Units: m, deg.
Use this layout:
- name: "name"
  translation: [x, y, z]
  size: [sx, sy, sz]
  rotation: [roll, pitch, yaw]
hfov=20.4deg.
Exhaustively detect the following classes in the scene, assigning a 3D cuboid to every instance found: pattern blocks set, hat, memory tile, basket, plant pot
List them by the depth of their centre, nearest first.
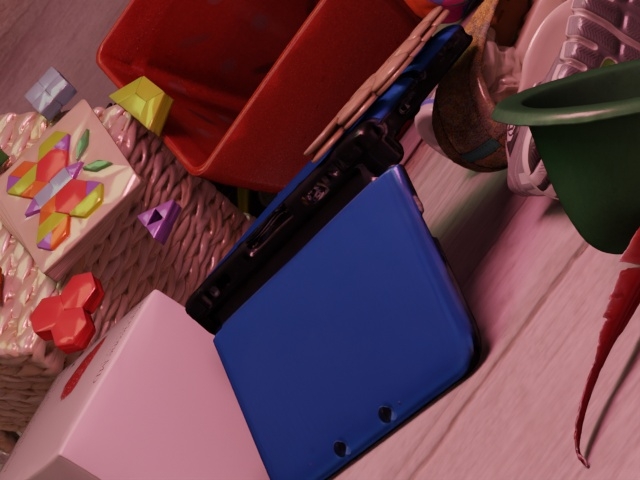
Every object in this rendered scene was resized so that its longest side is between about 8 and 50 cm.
- name: "hat"
  translation: [0.193, -0.004, 1.031]
  size: [0.208, 0.183, 0.173]
  rotation: [-16, 11, -14]
- name: "memory tile"
  translation: [0.042, -0.116, 1.307]
  size: [0.113, 0.012, 0.148]
  rotation: [-46, 5, 29]
- name: "pattern blocks set"
  translation: [-0.257, -0.049, 1.784]
  size: [0.325, 0.026, 0.285]
  rotation: [29, 80, 46]
- name: "plant pot"
  translation: [-0.028, -0.195, 1.866]
  size: [0.267, 0.236, 0.267]
  rotation: [-54, 43, 11]
- name: "basket"
  translation: [-0.298, 0.056, 1.954]
  size: [0.328, 0.266, 0.331]
  rotation: [0, 59, 35]

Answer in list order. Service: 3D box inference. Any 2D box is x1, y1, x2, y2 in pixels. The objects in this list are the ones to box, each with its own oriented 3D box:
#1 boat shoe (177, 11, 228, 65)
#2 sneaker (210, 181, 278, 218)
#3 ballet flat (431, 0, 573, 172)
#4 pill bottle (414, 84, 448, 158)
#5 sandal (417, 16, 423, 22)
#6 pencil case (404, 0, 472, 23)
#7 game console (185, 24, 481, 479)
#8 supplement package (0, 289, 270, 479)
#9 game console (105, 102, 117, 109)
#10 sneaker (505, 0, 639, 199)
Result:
- name: "boat shoe"
  translation: [-0.062, -0.210, 2.065]
  size: [0.123, 0.342, 0.123]
  rotation: [-38, 50, 36]
- name: "sneaker"
  translation: [-0.130, -0.024, 2.196]
  size: [0.384, 0.145, 0.147]
  rotation: [-55, 11, -6]
- name: "ballet flat"
  translation: [0.197, -0.212, 1.403]
  size: [0.348, 0.123, 0.123]
  rotation: [-64, 12, -13]
- name: "pill bottle"
  translation: [0.142, -0.138, 1.506]
  size: [0.137, 0.078, 0.078]
  rotation: [-60, 11, -22]
- name: "sandal"
  translation: [0.179, -0.354, 2.060]
  size: [0.254, 0.054, 0.097]
  rotation: [-52, 11, 21]
- name: "pencil case"
  translation: [0.173, -0.321, 1.889]
  size: [0.236, 0.104, 0.104]
  rotation: [-36, 22, 55]
- name: "game console"
  translation: [0.038, 0.019, 1.372]
  size: [0.293, 0.173, 0.250]
  rotation: [-43, 6, 48]
- name: "supplement package"
  translation: [-0.163, 0.195, 1.589]
  size: [0.177, 0.175, 0.293]
  rotation: [-61, 12, -29]
- name: "game console"
  translation: [-0.235, -0.128, 2.173]
  size: [0.361, 0.044, 0.213]
  rotation: [116, 171, -69]
- name: "sneaker"
  translation: [0.189, -0.129, 1.265]
  size: [0.228, 0.086, 0.132]
  rotation: [-59, 9, -12]
